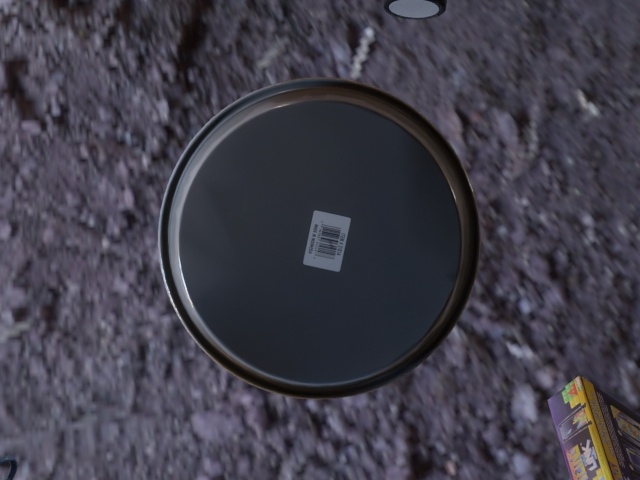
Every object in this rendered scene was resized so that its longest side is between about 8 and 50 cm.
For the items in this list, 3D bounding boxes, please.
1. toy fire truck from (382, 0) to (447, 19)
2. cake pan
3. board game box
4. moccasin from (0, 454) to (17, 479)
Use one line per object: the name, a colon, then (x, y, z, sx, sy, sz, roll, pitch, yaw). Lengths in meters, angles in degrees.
toy fire truck: (-0.001, -0.297, 1.506, 0.246, 0.217, 0.159, 5, 76, -6)
cake pan: (0.000, 0.000, 1.645, 0.293, 0.054, 0.293, 0, 93, -2)
board game box: (0.302, 0.234, 1.821, 0.141, 0.170, 0.048, 33, 118, -30)
moccasin: (-0.275, 0.284, 1.617, 0.342, 0.117, 0.137, 43, 129, -16)
